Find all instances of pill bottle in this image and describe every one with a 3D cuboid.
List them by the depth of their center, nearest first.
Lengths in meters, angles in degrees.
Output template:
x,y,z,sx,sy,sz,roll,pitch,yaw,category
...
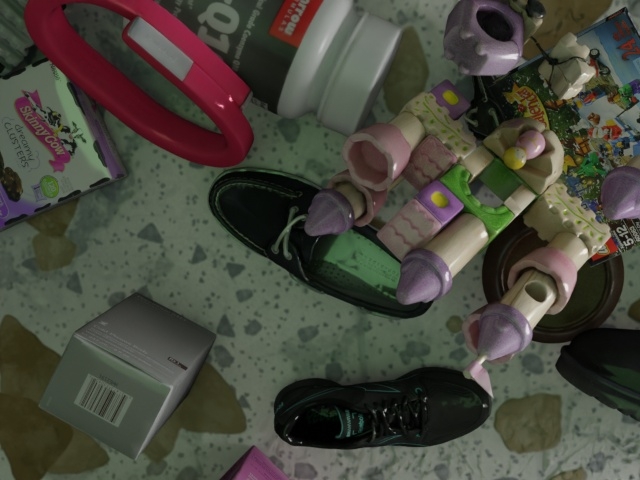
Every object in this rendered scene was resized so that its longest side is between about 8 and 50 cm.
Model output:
x,y,z,sx,sy,sz,roll,pitch,yaw,category
-0.061,-0.236,1.129,0.283,0.161,0.161,25,100,3,pill bottle

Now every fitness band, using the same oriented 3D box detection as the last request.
x,y,z,sx,sy,sz,roll,pitch,yaw,category
-0.193,-0.184,1.111,0.291,0.209,0.054,42,66,-32,fitness band

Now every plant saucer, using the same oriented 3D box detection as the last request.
x,y,z,sx,sy,sz,roll,pitch,yaw,category
0.277,0.043,1.193,0.168,0.029,0.169,1,97,6,plant saucer

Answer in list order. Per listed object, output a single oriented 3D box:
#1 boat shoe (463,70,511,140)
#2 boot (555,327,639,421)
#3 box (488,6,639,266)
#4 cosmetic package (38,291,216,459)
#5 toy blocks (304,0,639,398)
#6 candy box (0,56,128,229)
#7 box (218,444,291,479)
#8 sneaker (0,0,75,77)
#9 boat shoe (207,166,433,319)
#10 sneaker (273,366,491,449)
x,y,z,sx,sy,sz,roll,pitch,yaw,category
0.204,-0.141,1.153,0.070,0.078,0.219,-26,95,8,boat shoe
0.505,0.010,1.101,0.366,0.146,0.445,19,101,-2,boot
0.307,-0.106,1.073,0.159,0.044,0.233,-28,99,25,box
-0.214,0.148,1.160,0.127,0.238,0.107,28,102,0,cosmetic package
0.142,-0.028,1.004,0.288,0.260,0.309,45,140,8,toy blocks
-0.361,-0.115,1.225,0.196,0.070,0.165,-23,94,9,candy box
-0.130,0.388,1.177,0.117,0.243,0.213,43,101,-1,box
-0.368,-0.283,1.194,0.292,0.118,0.110,-26,123,27,sneaker
0.000,0.000,1.187,0.302,0.091,0.114,22,99,3,boat shoe
0.073,0.215,1.202,0.267,0.106,0.101,-6,95,6,sneaker
